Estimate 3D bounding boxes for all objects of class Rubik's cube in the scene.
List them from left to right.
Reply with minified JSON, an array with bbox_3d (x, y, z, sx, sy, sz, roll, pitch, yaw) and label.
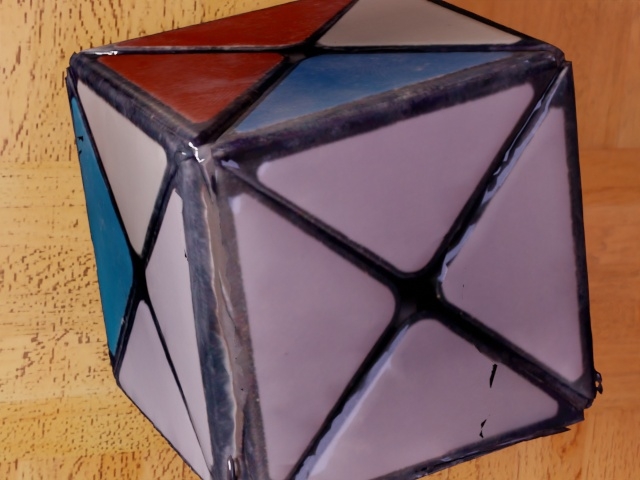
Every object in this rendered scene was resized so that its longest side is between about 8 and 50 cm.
[{"bbox_3d":[0.000,0.000,1.462,0.305,0.307,0.310,-17,113,-21],"label":"Rubik's cube"}]
